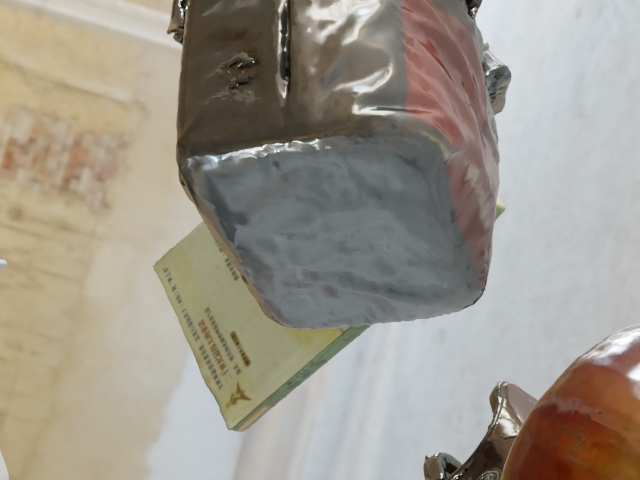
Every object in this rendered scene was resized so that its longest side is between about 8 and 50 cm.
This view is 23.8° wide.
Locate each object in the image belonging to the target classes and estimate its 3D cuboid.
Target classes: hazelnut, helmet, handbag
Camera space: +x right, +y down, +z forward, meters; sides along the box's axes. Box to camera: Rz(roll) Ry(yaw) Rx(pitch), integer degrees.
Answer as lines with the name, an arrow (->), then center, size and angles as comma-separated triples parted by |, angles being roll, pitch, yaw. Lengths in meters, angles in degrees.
hazelnut -> 0.406, 0.284, 1.741 | 0.409, 0.359, 0.359 | -29, -19, -30
helmet -> 0.252, 0.309, 2.040 | 0.189, 0.216, 0.193 | -51, 59, 21
handbag -> 0.016, -0.074, 0.866 | 0.254, 0.181, 0.181 | 59, -153, -60

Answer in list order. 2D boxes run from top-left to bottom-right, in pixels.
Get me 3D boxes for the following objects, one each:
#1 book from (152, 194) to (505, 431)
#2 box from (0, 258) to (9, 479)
book -> 0.000, 0.000, 1.249 | 0.289, 0.026, 0.201 | -41, 49, 14
box -> -0.389, 0.167, 1.423 | 0.262, 0.291, 0.206 | 83, 163, -86
